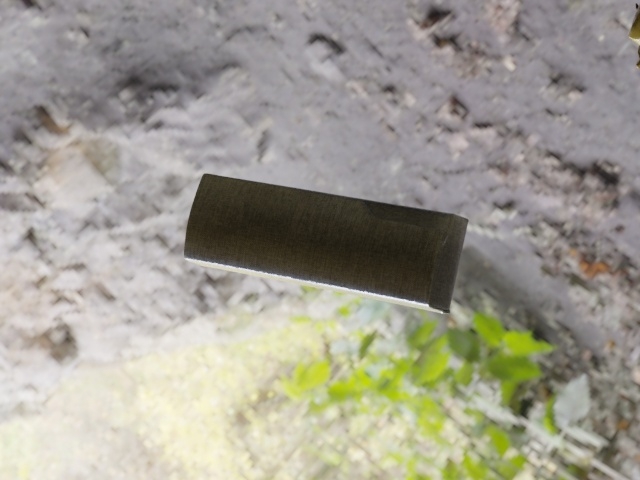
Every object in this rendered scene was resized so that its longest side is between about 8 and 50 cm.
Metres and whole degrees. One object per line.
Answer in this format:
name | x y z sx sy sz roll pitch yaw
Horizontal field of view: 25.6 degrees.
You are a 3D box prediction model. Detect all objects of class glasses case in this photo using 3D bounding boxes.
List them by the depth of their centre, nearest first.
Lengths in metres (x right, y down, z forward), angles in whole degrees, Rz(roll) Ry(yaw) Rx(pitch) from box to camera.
glasses case | 0.000 0.000 1.013 0.205 0.047 0.071 11 87 29

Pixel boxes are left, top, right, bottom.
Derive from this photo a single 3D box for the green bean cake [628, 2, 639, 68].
green bean cake | 0.344 -0.170 0.919 0.224 0.131 0.229 35 122 -1
